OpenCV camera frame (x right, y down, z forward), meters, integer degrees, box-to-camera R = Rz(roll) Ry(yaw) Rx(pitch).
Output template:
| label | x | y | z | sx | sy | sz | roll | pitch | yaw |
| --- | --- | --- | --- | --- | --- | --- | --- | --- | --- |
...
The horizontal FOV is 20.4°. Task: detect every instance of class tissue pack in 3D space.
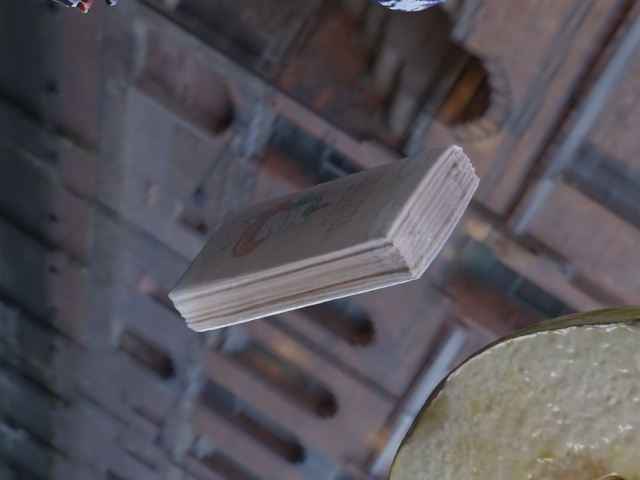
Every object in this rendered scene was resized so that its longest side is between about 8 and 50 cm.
| label | x | y | z | sx | sy | sz | roll | pitch | yaw |
| --- | --- | --- | --- | --- | --- | --- | --- | --- | --- |
| tissue pack | 0.000 | 0.000 | 1.860 | 0.325 | 0.071 | 0.170 | -16 | -154 | 43 |

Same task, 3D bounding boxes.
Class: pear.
| label | x | y | z | sx | sy | sz | roll | pitch | yaw |
| --- | --- | --- | --- | --- | --- | --- | --- | --- | --- |
| pear | 0.240 | 0.228 | 1.522 | 0.386 | 0.340 | 0.191 | -46 | 172 | 22 |

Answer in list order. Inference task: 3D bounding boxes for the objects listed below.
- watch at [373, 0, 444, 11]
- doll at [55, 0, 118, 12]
| label | x | y | z | sx | sy | sz | roll | pitch | yaw |
| --- | --- | --- | --- | --- | --- | --- | --- | --- | --- |
| watch | 0.098 | -0.271 | 1.258 | 0.171 | 0.196 | 0.200 | -33 | -176 | -42 |
| doll | -0.194 | -0.167 | 0.939 | 0.249 | 0.127 | 0.088 | -24 | 154 | -29 |
